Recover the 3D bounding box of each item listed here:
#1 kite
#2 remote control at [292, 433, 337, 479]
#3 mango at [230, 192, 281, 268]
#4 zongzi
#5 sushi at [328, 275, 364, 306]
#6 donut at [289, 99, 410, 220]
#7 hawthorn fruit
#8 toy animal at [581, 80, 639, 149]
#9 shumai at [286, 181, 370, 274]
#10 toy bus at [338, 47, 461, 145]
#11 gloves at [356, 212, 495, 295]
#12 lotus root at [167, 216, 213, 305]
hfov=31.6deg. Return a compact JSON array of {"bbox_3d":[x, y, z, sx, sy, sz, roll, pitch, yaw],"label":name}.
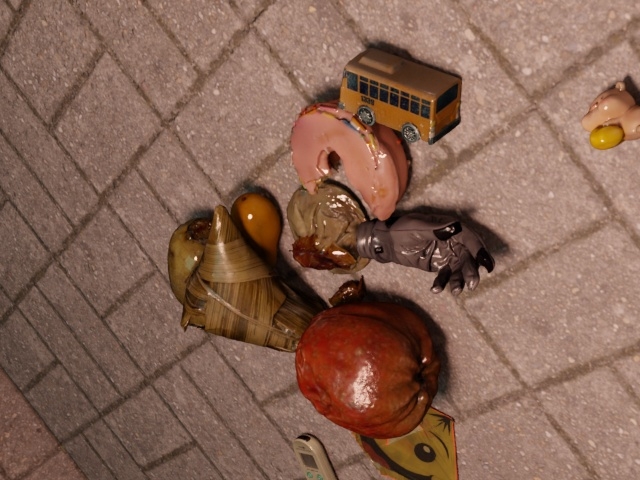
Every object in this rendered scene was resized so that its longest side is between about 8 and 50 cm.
[{"bbox_3d":[0.175,0.398,2.278,0.377,0.013,0.327,52,143,1],"label":"kite"},{"bbox_3d":[0.002,0.530,2.553,0.078,0.042,0.221,2,120,48],"label":"remote control"},{"bbox_3d":[-0.123,-0.019,2.194,0.102,0.085,0.184,22,146,25],"label":"mango"},{"bbox_3d":[-0.109,0.074,2.157,0.286,0.134,0.288,14,126,-6],"label":"zongzi"},{"bbox_3d":[0.053,0.103,2.136,0.099,0.047,0.050,-27,111,37],"label":"sushi"},{"bbox_3d":[0.049,-0.150,1.891,0.233,0.085,0.199,24,136,33],"label":"donut"},{"bbox_3d":[0.084,0.229,2.030,0.262,0.258,0.258,8,132,7],"label":"hawthorn fruit"},{"bbox_3d":[0.395,-0.168,1.505,0.114,0.091,0.082,-18,92,54],"label":"toy animal"},{"bbox_3d":[0.000,0.000,2.043,0.201,0.120,0.201,26,138,27],"label":"shumai"},{"bbox_3d":[0.120,-0.227,1.745,0.182,0.091,0.103,25,134,29],"label":"toy bus"},{"bbox_3d":[0.172,0.008,1.866,0.285,0.119,0.142,25,149,45],"label":"gloves"},{"bbox_3d":[-0.246,0.072,2.347,0.154,0.154,0.278,29,141,28],"label":"lotus root"}]
